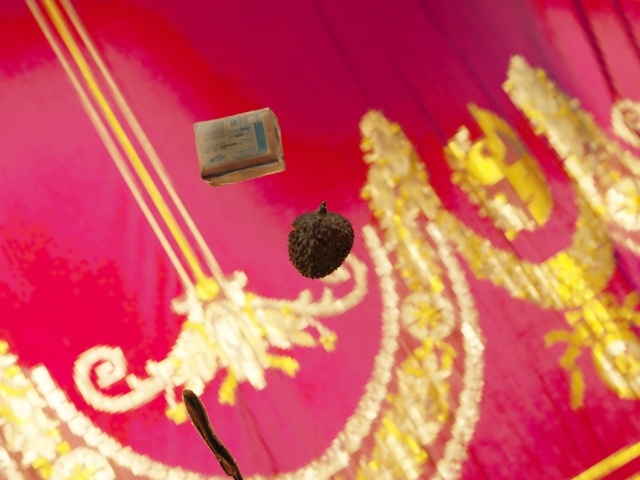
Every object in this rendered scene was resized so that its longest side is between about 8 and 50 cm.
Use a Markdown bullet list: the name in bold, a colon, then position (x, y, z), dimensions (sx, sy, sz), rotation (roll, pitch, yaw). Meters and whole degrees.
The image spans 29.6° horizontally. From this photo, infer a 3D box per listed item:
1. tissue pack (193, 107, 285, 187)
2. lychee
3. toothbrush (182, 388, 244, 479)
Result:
- **tissue pack**: position (-0.091, -0.106, 1.379), dimensions (0.094, 0.074, 0.059), rotation (-11, -15, 7)
- **lychee**: position (0.000, 0.000, 1.259), dimensions (0.068, 0.067, 0.083), rotation (17, -90, -68)
- **toothbrush**: position (-0.126, 0.286, 1.582), dimensions (0.321, 0.023, 0.031), rotation (72, -150, -45)
